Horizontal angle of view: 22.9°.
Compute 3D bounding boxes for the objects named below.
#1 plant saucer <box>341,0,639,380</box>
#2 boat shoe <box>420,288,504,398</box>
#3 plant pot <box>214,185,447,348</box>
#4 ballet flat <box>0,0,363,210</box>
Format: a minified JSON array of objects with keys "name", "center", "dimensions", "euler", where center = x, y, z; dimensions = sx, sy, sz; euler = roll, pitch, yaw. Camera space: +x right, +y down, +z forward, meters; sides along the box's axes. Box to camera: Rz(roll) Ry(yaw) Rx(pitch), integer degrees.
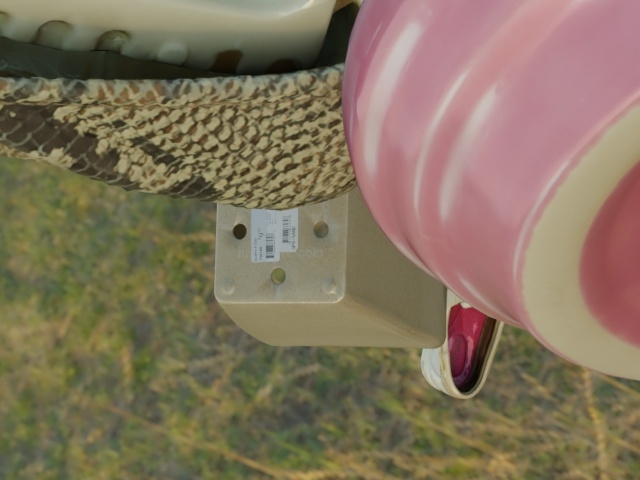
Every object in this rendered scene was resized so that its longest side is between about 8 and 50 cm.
[{"name":"plant saucer","center":[0.176,-0.046,0.519],"dimensions":[0.332,0.332,0.084],"euler":[-40,50,37]},{"name":"boat shoe","center":[0.121,0.042,1.215],"dimensions":[0.059,0.063,0.170],"euler":[-141,56,-67]},{"name":"plant pot","center":[0.000,0.000,0.828],"dimensions":[0.109,0.096,0.109],"euler":[-1,84,24]},{"name":"ballet flat","center":[-0.156,-0.107,0.511],"dimensions":[0.182,0.483,0.164],"euler":[-45,49,51]}]
